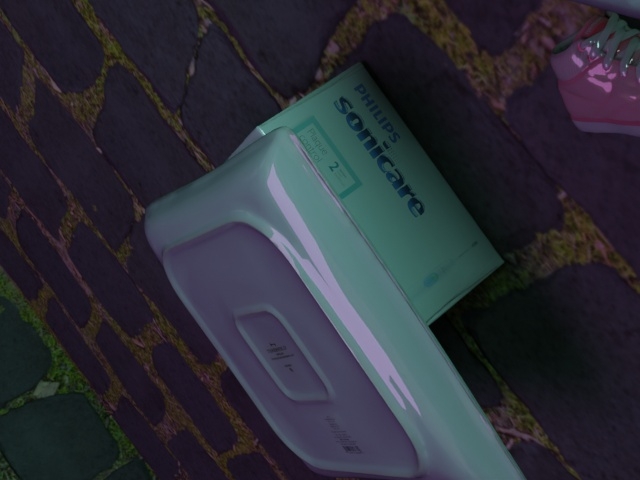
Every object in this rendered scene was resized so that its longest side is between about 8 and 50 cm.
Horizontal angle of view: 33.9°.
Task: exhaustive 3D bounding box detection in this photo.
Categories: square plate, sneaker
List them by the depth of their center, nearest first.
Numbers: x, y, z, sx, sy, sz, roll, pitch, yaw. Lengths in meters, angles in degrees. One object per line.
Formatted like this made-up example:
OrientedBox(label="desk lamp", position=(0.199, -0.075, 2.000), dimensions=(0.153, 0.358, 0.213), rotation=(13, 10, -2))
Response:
OrientedBox(label="sneaker", position=(0.191, -0.103, 0.634), dimensions=(0.134, 0.051, 0.070), rotation=(10, 135, 60))
OrientedBox(label="square plate", position=(-0.018, 0.089, 0.929), dimensions=(0.344, 0.049, 0.347), rotation=(56, 153, -8))

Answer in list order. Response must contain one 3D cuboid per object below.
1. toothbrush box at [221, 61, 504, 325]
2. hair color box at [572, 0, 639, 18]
OrientedBox(label="toothbrush box", position=(0.000, 0.000, 0.987), dimensions=(0.216, 0.126, 0.295), rotation=(55, 152, -2))
OrientedBox(label="hair color box", position=(0.111, -0.213, 0.452), dimensions=(0.374, 0.113, 0.185), rotation=(39, 144, 56))
